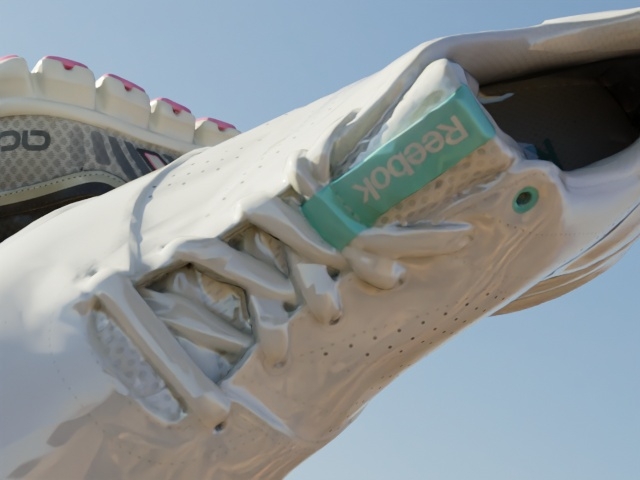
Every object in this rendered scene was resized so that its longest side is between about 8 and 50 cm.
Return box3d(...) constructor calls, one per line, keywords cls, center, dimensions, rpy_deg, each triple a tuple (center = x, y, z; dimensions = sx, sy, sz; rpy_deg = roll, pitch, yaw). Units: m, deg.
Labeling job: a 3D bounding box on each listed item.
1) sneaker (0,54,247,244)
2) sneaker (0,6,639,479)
box3d(cls="sneaker", center=(-0.049, -0.003, 0.632), dimensions=(0.170, 0.075, 0.063), rpy_deg=(20, -18, -37))
box3d(cls="sneaker", center=(0.000, 0.000, 0.370), dimensions=(0.080, 0.212, 0.094), rpy_deg=(55, -28, 7))
